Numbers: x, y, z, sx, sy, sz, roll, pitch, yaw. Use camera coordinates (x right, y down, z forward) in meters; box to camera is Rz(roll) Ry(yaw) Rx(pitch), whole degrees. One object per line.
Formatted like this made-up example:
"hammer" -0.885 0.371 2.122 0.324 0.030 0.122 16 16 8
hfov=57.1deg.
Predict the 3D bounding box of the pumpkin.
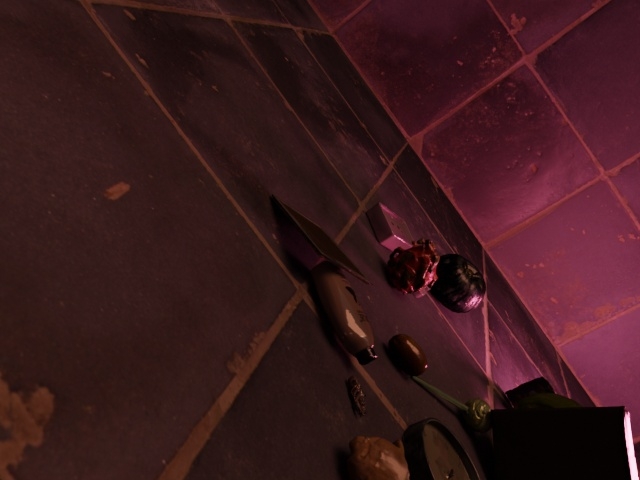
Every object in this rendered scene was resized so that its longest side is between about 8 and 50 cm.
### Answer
"pumpkin" 0.509 0.158 2.207 0.233 0.163 0.233 32 32 -24

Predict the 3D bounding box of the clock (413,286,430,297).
"clock" 0.340 0.150 2.032 0.129 0.041 0.087 -6 67 -61

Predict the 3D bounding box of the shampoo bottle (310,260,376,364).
"shampoo bottle" 0.057 0.168 1.359 0.127 0.078 0.257 28 33 -58

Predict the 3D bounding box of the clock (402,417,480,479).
"clock" 0.290 0.543 1.345 0.280 0.055 0.281 45 23 -25

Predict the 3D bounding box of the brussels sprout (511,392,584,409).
"brussels sprout" 0.754 0.666 1.844 0.314 0.276 0.371 31 33 -40

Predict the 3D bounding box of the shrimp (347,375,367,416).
"shrimp" 0.081 0.334 1.250 0.038 0.029 0.092 44 28 -47

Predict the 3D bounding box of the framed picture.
"framed picture" 0.000 0.000 1.459 0.216 0.016 0.273 33 11 -44

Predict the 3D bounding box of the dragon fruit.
"dragon fruit" 0.303 0.081 1.875 0.160 0.172 0.166 49 22 -16

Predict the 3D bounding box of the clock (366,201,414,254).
"clock" 0.254 -0.035 2.086 0.197 0.063 0.150 29 34 -50

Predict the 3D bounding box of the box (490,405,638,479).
"box" 0.668 0.589 1.604 0.204 0.345 0.251 30 56 -53

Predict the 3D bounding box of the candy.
"candy" 0.365 0.446 1.643 0.335 0.093 0.092 33 -14 -27

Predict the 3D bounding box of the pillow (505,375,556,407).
"pillow" 0.773 0.592 2.092 0.034 0.255 0.189 -25 73 -27

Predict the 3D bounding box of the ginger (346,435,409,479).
"ginger" 0.099 0.446 1.056 0.122 0.115 0.193 22 41 -19

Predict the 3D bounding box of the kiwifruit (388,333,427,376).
"kiwifruit" 0.229 0.299 1.537 0.124 0.075 0.075 51 22 0
